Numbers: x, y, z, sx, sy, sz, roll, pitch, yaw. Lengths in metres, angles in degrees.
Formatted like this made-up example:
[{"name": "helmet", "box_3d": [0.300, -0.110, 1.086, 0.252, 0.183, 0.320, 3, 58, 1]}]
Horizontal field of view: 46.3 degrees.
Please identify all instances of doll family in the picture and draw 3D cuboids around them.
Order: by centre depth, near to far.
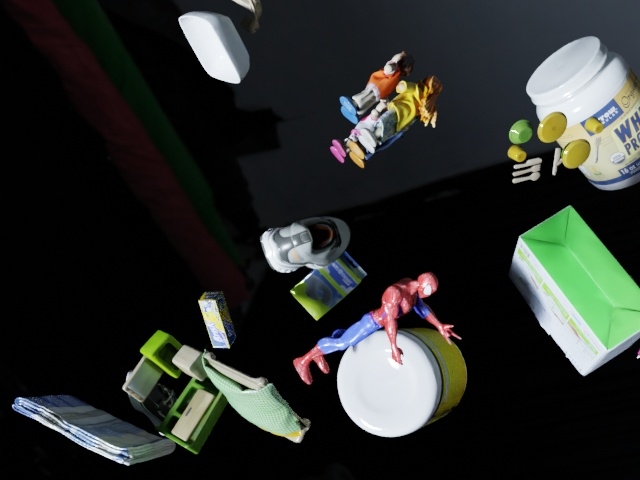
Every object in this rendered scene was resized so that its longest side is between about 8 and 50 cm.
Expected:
[{"name": "doll family", "box_3d": [0.120, -0.197, 1.218, 0.118, 0.163, 0.263, 47, 166, 7]}]

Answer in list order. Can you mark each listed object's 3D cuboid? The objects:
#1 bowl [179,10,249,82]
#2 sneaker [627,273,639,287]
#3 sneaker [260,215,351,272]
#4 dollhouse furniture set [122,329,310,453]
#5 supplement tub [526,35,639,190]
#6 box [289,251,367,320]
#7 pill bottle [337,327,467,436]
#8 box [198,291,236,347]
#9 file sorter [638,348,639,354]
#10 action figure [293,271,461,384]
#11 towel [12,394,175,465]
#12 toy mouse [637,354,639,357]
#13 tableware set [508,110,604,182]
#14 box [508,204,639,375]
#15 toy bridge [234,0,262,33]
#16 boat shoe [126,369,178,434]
[{"name": "bowl", "box_3d": [-0.194, -0.375, 1.418, 0.142, 0.053, 0.142, 25, 152, 49]}, {"name": "sneaker", "box_3d": [0.786, 0.137, 1.984, 0.215, 0.083, 0.084, 12, -139, -40]}, {"name": "sneaker", "box_3d": [0.000, 0.000, 1.425, 0.271, 0.108, 0.100, -15, -96, -62]}, {"name": "dollhouse furniture set", "box_3d": [-0.195, 0.306, 1.346, 0.151, 0.302, 0.197, -57, -41, -20]}, {"name": "supplement tub", "box_3d": [0.658, -0.298, 1.764, 0.316, 0.228, 0.228, 43, -153, -20]}, {"name": "box", "box_3d": [0.020, 0.111, 1.932, 0.109, 0.178, 0.042, 47, -159, -1]}, {"name": "pill bottle", "box_3d": [0.175, 0.262, 1.438, 0.334, 0.188, 0.187, 13, -118, -66]}, {"name": "box", "box_3d": [-0.302, 0.234, 2.202, 0.054, 0.059, 0.168, -58, -40, -55]}, {"name": "file sorter", "box_3d": [0.880, 0.200, 1.612, 0.182, 0.291, 0.202, -61, -21, -18]}, {"name": "action figure", "box_3d": [0.099, 0.161, 1.176, 0.139, 0.280, 0.091, 51, -151, 10]}, {"name": "towel", "box_3d": [-0.451, 0.374, 1.513, 0.034, 0.285, 0.209, -70, -19, -3]}, {"name": "toy mouse", "box_3d": [0.677, 0.196, 1.438, 0.161, 0.143, 0.031, 55, -158, -48]}, {"name": "tableware set", "box_3d": [0.340, -0.145, 1.085, 0.024, 0.154, 0.104, -122, 22, -52]}, {"name": "box", "box_3d": [0.495, 0.105, 1.448, 0.262, 0.127, 0.231, 57, 176, 23]}, {"name": "toy bridge", "box_3d": [-0.142, -0.454, 1.402, 0.063, 0.026, 0.188, 37, 166, 20]}, {"name": "boat shoe", "box_3d": [-0.339, 0.339, 1.588, 0.219, 0.070, 0.077, 66, -163, -46]}]
